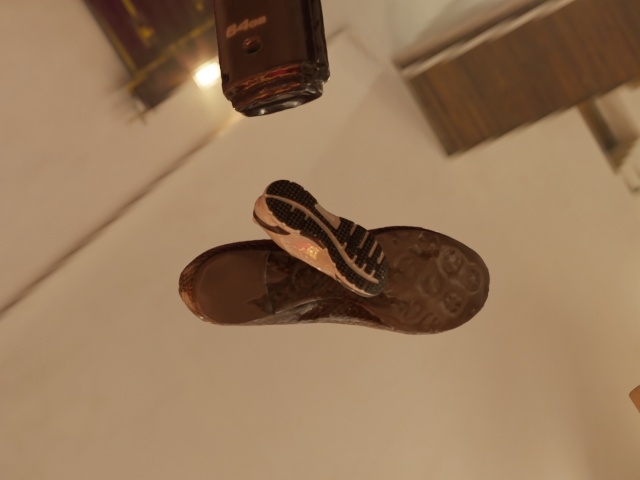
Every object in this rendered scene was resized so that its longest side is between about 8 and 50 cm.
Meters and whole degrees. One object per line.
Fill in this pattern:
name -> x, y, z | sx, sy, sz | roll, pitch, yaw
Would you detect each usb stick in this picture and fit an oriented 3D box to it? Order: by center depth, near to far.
usb stick -> -0.043, -0.218, 1.036 | 0.077, 0.278, 0.045 | -14, 163, 24

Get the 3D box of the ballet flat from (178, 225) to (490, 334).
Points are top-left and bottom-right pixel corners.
ballet flat -> 0.011, 0.032, 1.190 | 0.250, 0.084, 0.058 | -2, -178, -25

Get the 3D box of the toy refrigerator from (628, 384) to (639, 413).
toy refrigerator -> 0.426, 0.108, 1.439 | 0.269, 0.094, 0.102 | -38, 150, 15

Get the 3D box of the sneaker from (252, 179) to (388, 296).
sneaker -> 0.000, 0.000, 1.089 | 0.040, 0.109, 0.044 | -55, -168, -27
